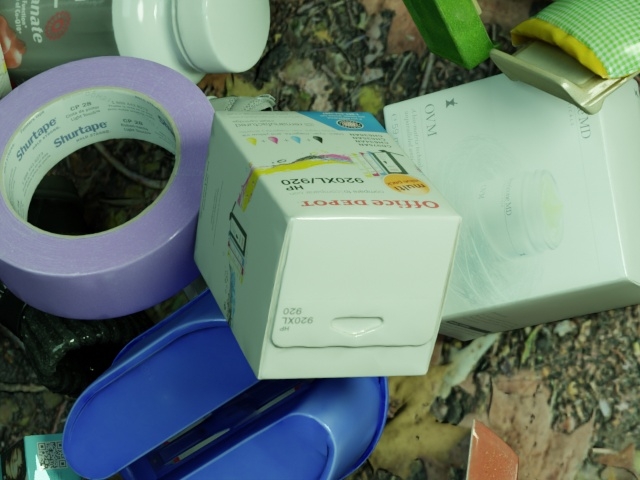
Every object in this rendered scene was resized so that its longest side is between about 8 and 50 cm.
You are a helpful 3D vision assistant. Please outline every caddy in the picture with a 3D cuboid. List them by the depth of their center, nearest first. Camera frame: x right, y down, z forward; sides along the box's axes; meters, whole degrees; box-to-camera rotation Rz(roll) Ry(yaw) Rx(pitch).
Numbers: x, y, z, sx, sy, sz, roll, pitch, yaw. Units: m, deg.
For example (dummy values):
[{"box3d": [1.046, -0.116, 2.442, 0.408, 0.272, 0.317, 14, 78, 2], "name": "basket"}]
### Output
[{"box3d": [-0.094, 0.181, 1.726, 0.341, 0.179, 0.241, -33, 93, 25], "name": "caddy"}]

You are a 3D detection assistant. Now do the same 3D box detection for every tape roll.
[{"box3d": [-0.227, -0.057, 1.742, 0.274, 0.090, 0.275, -5, 57, 7], "name": "tape roll"}]

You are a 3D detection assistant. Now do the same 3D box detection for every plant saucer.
[{"box3d": [0.147, 0.297, 1.546, 0.047, 0.258, 0.259, 7, 83, 6], "name": "plant saucer"}]

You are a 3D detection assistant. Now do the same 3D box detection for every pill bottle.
[{"box3d": [-0.223, -0.249, 1.888, 0.318, 0.176, 0.176, 2, 81, 30], "name": "pill bottle"}]

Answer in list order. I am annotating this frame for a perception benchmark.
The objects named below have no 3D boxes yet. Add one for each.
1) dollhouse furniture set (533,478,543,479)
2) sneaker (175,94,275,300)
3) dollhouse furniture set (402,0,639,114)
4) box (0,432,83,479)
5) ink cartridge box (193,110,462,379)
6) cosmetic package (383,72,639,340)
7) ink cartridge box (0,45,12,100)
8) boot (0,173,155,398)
[{"box3d": [0.235, 0.312, 1.515, 0.101, 0.182, 0.161, 25, 93, 30], "name": "dollhouse furniture set"}, {"box3d": [-0.090, -0.032, 1.812, 0.115, 0.105, 0.281, -13, 75, 26], "name": "sneaker"}, {"box3d": [0.212, -0.255, 1.551, 0.197, 0.151, 0.301, -36, 29, -11], "name": "dollhouse furniture set"}, {"box3d": [-0.321, 0.282, 1.835, 0.244, 0.060, 0.101, -36, 59, 59], "name": "box"}, {"box3d": [0.000, 0.000, 1.575, 0.233, 0.171, 0.168, -125, 40, -55], "name": "ink cartridge box"}, {"box3d": [0.198, -0.038, 1.631, 0.224, 0.138, 0.224, -14, 74, 26], "name": "cosmetic package"}, {"box3d": [-0.383, -0.157, 1.840, 0.067, 0.115, 0.198, -6, 120, 7], "name": "ink cartridge box"}, {"box3d": [-0.355, 0.057, 1.823, 0.260, 0.348, 0.131, 61, 139, 27], "name": "boot"}]
